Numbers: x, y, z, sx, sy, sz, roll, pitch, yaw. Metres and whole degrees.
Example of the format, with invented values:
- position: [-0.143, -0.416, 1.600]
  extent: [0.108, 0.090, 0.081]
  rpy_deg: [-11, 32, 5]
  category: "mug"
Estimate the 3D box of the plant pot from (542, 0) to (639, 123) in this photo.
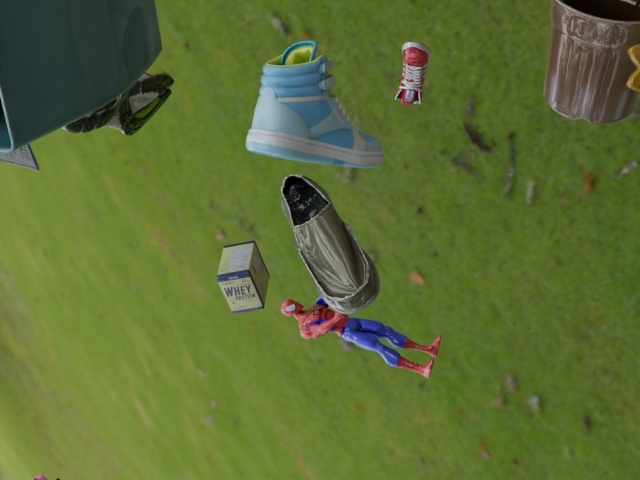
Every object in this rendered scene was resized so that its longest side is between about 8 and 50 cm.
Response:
- position: [0.372, -0.255, 1.455]
  extent: [0.167, 0.167, 0.165]
  rpy_deg: [41, 142, 38]
  category: "plant pot"

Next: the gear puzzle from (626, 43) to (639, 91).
- position: [0.399, -0.151, 0.886]
  extent: [0.044, 0.339, 0.175]
  rpy_deg: [-162, 60, -77]
  category: "gear puzzle"

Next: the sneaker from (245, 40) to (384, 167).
- position: [0.013, -0.238, 1.938]
  extent: [0.127, 0.319, 0.208]
  rpy_deg: [10, 94, 40]
  category: "sneaker"

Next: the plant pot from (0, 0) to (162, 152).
- position: [-0.252, -0.188, 0.937]
  extent: [0.166, 0.234, 0.165]
  rpy_deg: [5, 112, 31]
  category: "plant pot"

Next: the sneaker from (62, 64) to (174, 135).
- position: [-0.275, -0.191, 1.249]
  extent: [0.121, 0.111, 0.300]
  rpy_deg: [35, -176, 8]
  category: "sneaker"

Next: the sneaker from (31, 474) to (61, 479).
- position: [-0.335, 0.340, 1.429]
  extent: [0.119, 0.047, 0.057]
  rpy_deg: [12, 116, 28]
  category: "sneaker"

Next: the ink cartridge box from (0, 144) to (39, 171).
- position: [-0.638, -0.191, 1.725]
  extent: [0.071, 0.330, 0.324]
  rpy_deg: [-63, 34, 18]
  category: "ink cartridge box"

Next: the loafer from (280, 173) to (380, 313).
- position: [0.000, 0.000, 1.580]
  extent: [0.251, 0.094, 0.087]
  rpy_deg: [58, -175, 35]
  category: "loafer"

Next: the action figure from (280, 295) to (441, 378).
- position: [0.068, 0.128, 1.862]
  extent: [0.280, 0.091, 0.139]
  rpy_deg: [15, 130, 10]
  category: "action figure"

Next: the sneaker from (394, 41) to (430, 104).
- position: [0.133, -0.238, 1.590]
  extent: [0.042, 0.067, 0.118]
  rpy_deg: [12, 165, 10]
  category: "sneaker"

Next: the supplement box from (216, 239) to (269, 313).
- position: [-0.126, 0.060, 1.804]
  extent: [0.083, 0.056, 0.083]
  rpy_deg: [-82, -23, -50]
  category: "supplement box"
